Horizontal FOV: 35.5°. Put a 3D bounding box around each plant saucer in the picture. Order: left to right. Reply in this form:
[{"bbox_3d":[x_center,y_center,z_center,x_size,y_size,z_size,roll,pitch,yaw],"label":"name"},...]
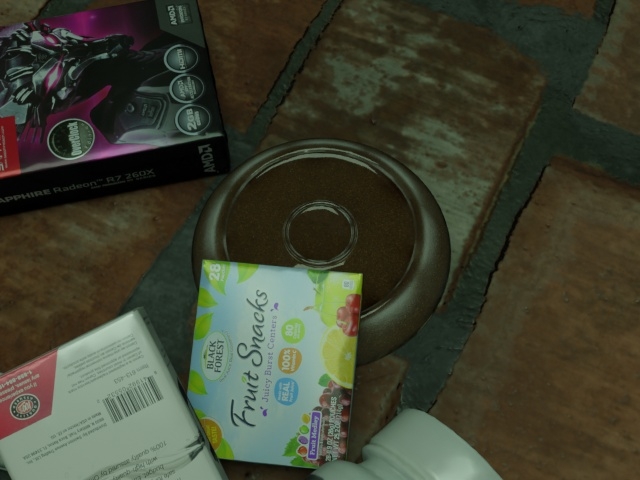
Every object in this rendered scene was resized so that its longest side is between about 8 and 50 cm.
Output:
[{"bbox_3d":[0.000,0.000,1.179,0.311,0.050,0.310,-1,63,2],"label":"plant saucer"}]

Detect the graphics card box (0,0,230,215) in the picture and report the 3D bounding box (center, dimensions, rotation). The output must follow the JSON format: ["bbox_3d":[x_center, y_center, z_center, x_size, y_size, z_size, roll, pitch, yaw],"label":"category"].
[{"bbox_3d":[-0.312,-0.165,1.243,0.371,0.094,0.232,-10,63,-5],"label":"graphics card box"}]

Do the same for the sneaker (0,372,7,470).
[{"bbox_3d":[-0.302,0.193,1.043,0.290,0.123,0.105,-1,61,-1],"label":"sneaker"}]

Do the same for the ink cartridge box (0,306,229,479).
[{"bbox_3d":[-0.199,0.207,0.967,0.172,0.100,0.237,-26,91,-6],"label":"ink cartridge box"}]

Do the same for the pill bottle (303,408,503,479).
[{"bbox_3d":[0.011,0.336,0.918,0.361,0.204,0.204,-40,69,-17],"label":"pill bottle"}]

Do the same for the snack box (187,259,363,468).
[{"bbox_3d":[-0.049,0.132,1.067,0.175,0.070,0.207,6,82,4],"label":"snack box"}]
